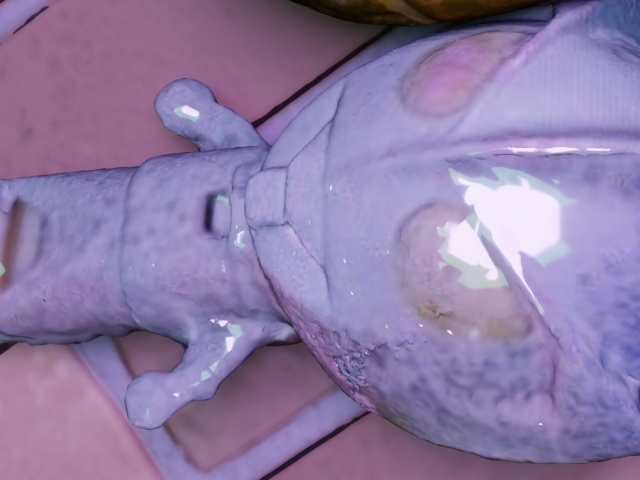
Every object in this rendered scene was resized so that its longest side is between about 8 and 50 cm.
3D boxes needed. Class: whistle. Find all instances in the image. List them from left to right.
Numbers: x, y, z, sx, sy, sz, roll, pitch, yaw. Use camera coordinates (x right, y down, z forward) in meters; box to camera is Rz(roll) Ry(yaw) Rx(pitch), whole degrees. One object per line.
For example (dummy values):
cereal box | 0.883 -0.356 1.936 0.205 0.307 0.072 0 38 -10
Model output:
whistle | 0.000 0.001 0.470 0.346 0.134 0.142 -5 93 22

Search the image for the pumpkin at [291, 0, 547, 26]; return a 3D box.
pumpkin | 0.030 -0.172 0.418 0.219 0.162 0.219 -17 58 29
